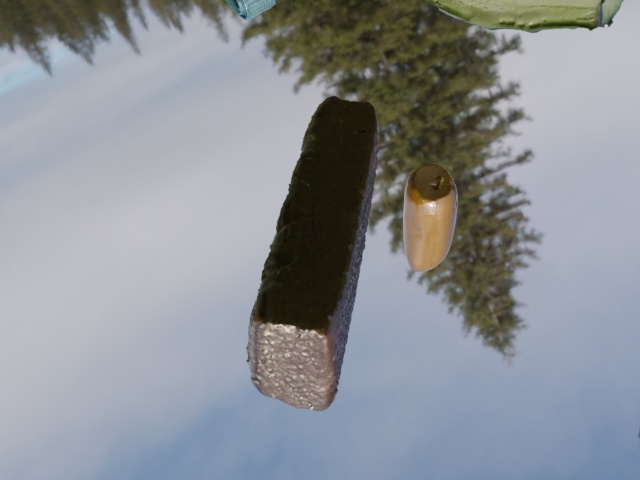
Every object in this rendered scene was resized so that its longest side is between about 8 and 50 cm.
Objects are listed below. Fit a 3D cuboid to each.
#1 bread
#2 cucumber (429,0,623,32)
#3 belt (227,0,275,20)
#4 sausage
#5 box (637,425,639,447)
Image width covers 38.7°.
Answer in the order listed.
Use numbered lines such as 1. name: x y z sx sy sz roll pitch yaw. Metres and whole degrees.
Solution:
1. bread: 0.000 0.000 1.149 0.113 0.165 0.416 9 -134 5
2. cucumber: 0.296 -0.380 1.340 0.325 0.145 0.105 14 -162 40
3. belt: -0.120 -0.350 1.091 0.065 0.179 0.100 -35 161 -18
4. sausage: 0.209 -0.021 1.777 0.112 0.328 0.112 -1 -123 2
5. box: 0.406 0.110 0.741 0.290 0.220 0.166 -41 -122 -13
